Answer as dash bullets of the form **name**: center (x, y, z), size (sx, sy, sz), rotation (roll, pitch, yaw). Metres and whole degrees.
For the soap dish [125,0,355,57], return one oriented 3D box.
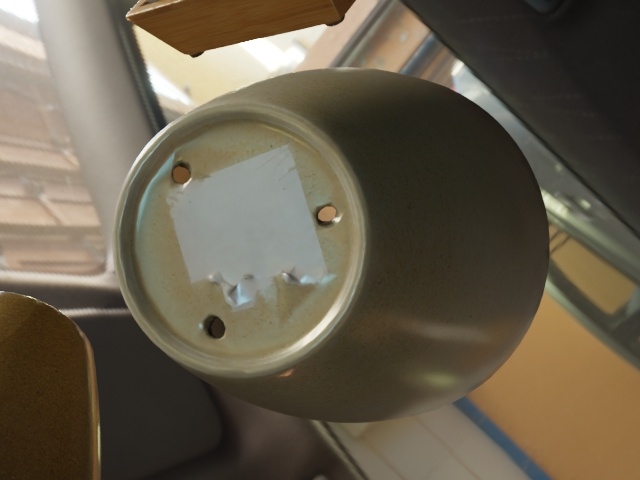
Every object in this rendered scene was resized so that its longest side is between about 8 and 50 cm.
- **soap dish**: center (-0.054, -0.323, 0.996), size (0.290, 0.229, 0.118), rotation (-1, 135, 39)

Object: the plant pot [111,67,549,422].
- **plant pot**: center (0.000, 0.000, 0.526), size (0.256, 0.256, 0.274), rotation (41, -170, 14)

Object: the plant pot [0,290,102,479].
- **plant pot**: center (-0.236, 0.162, 0.568), size (0.237, 0.237, 0.254), rotation (35, -145, -21)
